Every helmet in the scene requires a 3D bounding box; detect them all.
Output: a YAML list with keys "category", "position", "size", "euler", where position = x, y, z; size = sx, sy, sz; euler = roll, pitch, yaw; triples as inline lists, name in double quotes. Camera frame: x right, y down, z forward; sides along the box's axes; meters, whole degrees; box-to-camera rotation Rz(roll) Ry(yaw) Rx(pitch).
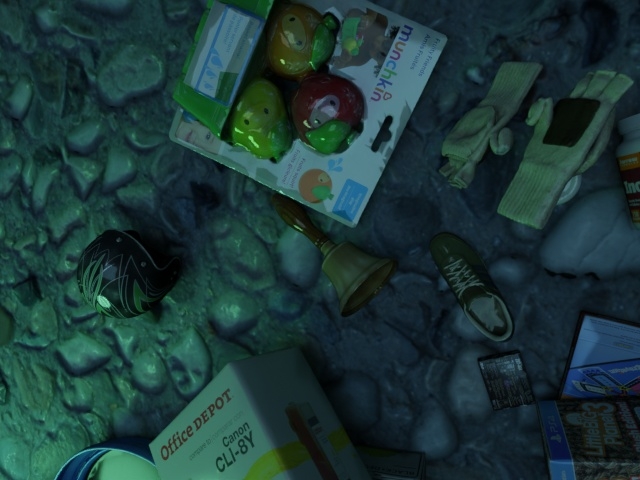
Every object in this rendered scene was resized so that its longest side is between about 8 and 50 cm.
- category: "helmet"
  position: [-0.358, 0.060, 0.837]
  size: [0.170, 0.161, 0.169]
  euler: [2, 95, 17]

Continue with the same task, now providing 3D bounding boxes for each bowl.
- category: "bowl"
  position: [-0.381, 0.593, 0.936]
  size: [0.392, 0.077, 0.390]
  euler: [1, 95, 17]

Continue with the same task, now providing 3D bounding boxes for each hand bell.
- category: "hand bell"
  position: [0.000, 0.000, 0.768]
  size: [0.242, 0.126, 0.126]
  euler: [44, 106, 23]

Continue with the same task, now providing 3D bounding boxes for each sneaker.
- category: "sneaker"
  position: [0.232, 0.071, 0.691]
  size: [0.064, 0.086, 0.192]
  euler: [-35, 84, 17]

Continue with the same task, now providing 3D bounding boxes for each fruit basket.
- category: "fruit basket"
  position: [-0.036, -0.236, 0.713]
  size: [0.353, 0.165, 0.326]
  euler: [28, 102, 10]

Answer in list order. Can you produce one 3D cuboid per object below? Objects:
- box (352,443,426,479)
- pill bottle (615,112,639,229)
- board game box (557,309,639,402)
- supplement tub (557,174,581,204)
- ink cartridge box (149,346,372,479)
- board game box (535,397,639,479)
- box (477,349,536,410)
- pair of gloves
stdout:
- category: "box"
  position: [0.097, 0.507, 0.771]
  size: [0.169, 0.087, 0.289]
  euler: [-2, 94, 18]
- category: "pill bottle"
  position: [0.451, -0.096, 0.609]
  size: [0.086, 0.086, 0.151]
  euler: [-15, 89, 18]
- category: "board game box"
  position: [0.507, 0.205, 0.648]
  size: [0.282, 0.027, 0.144]
  euler: [13, 98, 16]
- category: "supplement tub"
  position: [0.317, -0.083, 0.641]
  size: [0.071, 0.107, 0.070]
  euler: [2, 95, 18]
- category: "ink cartridge box"
  position: [-0.076, 0.405, 0.701]
  size: [0.279, 0.160, 0.384]
  euler: [-47, 61, 26]
- category: "board game box"
  position: [0.461, 0.345, 0.595]
  size: [0.291, 0.141, 0.231]
  euler: [-10, 99, 21]
- category: "box"
  position: [0.294, 0.221, 0.721]
  size: [0.067, 0.018, 0.083]
  euler: [-19, 89, 18]
- category: "pair of gloves"
  position: [0.261, -0.144, 0.612]
  size: [0.042, 0.240, 0.204]
  euler: [25, 106, -29]
